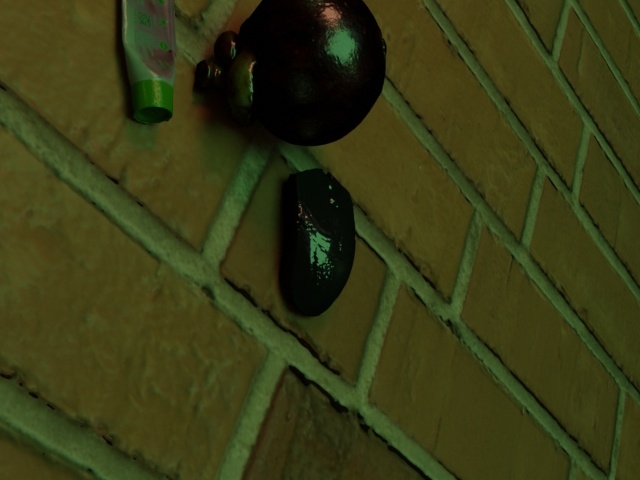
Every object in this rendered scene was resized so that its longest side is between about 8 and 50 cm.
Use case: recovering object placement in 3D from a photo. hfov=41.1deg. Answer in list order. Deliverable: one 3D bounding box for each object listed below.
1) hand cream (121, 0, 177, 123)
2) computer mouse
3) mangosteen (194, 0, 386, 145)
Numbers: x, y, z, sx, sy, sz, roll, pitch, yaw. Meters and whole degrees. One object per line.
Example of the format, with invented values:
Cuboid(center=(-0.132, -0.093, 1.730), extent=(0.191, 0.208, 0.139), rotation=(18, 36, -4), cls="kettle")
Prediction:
Cuboid(center=(-0.219, -0.285, 1.086), extent=(0.079, 0.050, 0.275), rotation=(38, 44, -68), cls="hand cream")
Cuboid(center=(0.000, 0.000, 1.236), extent=(0.122, 0.073, 0.217), rotation=(19, 65, -44), cls="computer mouse")
Cuboid(center=(-0.041, -0.238, 1.166), extent=(0.265, 0.228, 0.228), rotation=(-13, 91, -8), cls="mangosteen")
